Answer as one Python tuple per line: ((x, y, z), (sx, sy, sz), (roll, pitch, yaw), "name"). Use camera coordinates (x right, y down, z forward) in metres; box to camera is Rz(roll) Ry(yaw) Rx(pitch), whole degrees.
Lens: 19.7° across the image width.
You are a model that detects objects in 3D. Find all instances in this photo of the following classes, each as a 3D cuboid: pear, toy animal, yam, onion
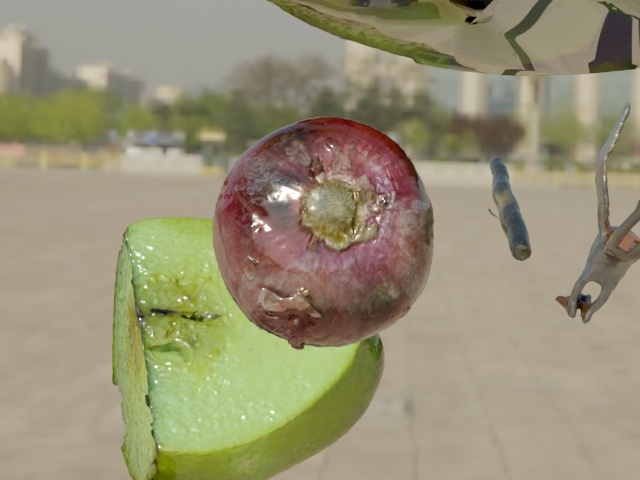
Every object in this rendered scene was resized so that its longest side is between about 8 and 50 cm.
((0.134, -0.271, 1.521), (0.399, 0.165, 0.399), (7, -10, 1), "pear")
((0.413, 0.012, 2.443), (0.225, 0.302, 0.284), (33, 32, 5), "toy animal")
((0.202, -0.038, 2.005), (0.027, 0.029, 0.234), (27, 22, -14), "yam")
((-0.072, 0.118, 1.800), (0.292, 0.292, 0.159), (2, -35, -3), "pear")
((0.000, 0.000, 1.272), (0.160, 0.159, 0.195), (1, -10, -6), "onion")
